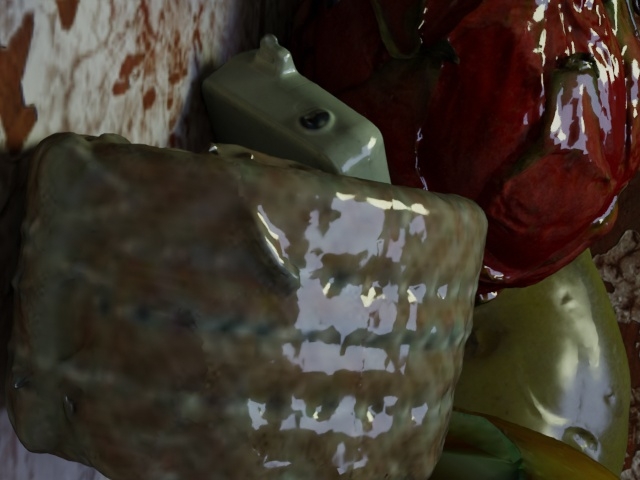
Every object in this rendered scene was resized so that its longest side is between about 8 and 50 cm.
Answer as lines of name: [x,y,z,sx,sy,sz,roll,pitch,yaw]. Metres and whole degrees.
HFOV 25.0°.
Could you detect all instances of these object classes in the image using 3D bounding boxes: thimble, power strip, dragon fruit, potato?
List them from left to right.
thimble: [-0.032,0.033,0.658,0.229,0.196,0.148,-2,99,-74]
power strip: [0.000,0.000,0.876,0.046,0.118,0.270,-37,142,-21]
dragon fruit: [0.089,-0.096,0.913,0.244,0.244,0.299,-62,162,-49]
potato: [0.172,0.127,1.320,0.202,0.218,0.351,26,69,-70]

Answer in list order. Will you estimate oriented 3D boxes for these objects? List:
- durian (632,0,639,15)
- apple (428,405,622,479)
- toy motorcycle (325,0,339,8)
durian: [0.236,-0.348,1.204,0.384,0.347,0.348,166,-66,-75]
apple: [0.075,0.289,0.843,0.384,0.374,0.374,-78,166,-55]
toy motorcycle: [-0.054,-0.231,0.488,0.134,0.207,0.401,-35,141,-28]
